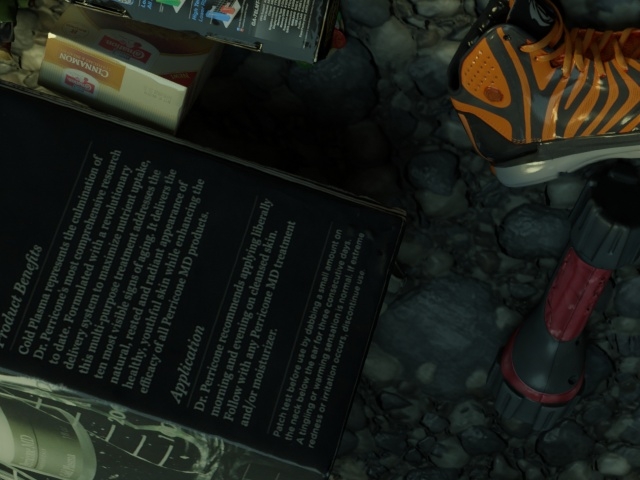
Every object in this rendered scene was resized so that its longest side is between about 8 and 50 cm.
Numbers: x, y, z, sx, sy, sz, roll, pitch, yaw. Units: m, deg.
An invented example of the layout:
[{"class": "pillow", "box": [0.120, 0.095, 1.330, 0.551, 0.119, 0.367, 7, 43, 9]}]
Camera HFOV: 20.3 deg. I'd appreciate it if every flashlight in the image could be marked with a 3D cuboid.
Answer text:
[{"class": "flashlight", "box": [0.261, 0.068, 1.847, 0.103, 0.103, 0.304, 47, 141, 25]}]

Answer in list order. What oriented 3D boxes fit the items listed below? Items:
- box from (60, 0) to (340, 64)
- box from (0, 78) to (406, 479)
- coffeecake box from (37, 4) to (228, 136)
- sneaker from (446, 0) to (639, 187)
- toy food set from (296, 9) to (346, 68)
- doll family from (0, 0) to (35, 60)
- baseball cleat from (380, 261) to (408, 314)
[{"class": "box", "box": [-0.107, -0.336, 1.621, 0.293, 0.073, 0.295, 15, 105, 10]}, {"class": "box", "box": [-0.214, 0.115, 1.811, 0.472, 0.297, 0.480, 19, 152, -1]}, {"class": "coffeecake box", "box": [-0.172, -0.198, 1.742, 0.142, 0.185, 0.068, 22, 130, 1]}, {"class": "sneaker", "box": [0.254, -0.169, 1.659, 0.321, 0.124, 0.180, -21, 118, 31]}, {"class": "toy food set", "box": [-0.014, -0.214, 1.784, 0.082, 0.020, 0.083, 38, 128, -12]}, {"class": "doll family", "box": [-0.386, -0.234, 1.845, 0.193, 0.111, 0.076, 3, 162, 2]}, {"class": "baseball cleat", "box": [0.000, 0.000, 1.925, 0.206, 0.072, 0.109, 31, 116, -12]}]
